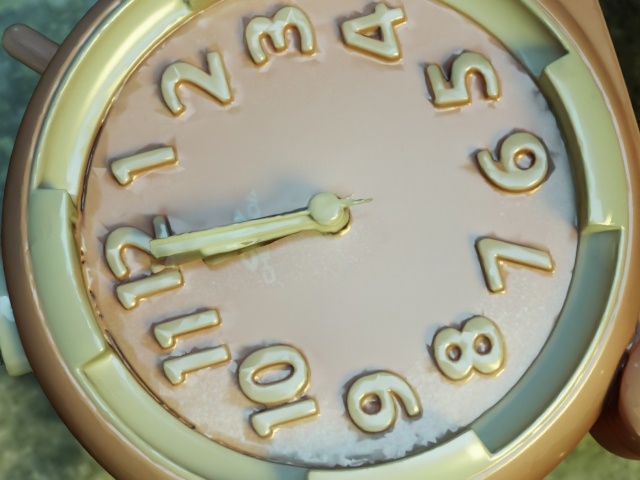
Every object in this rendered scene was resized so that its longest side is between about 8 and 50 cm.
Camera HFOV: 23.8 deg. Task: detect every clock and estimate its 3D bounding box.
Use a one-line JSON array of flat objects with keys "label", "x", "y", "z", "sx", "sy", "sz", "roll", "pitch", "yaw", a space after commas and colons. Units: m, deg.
[{"label": "clock", "x": 0.000, "y": 0.000, "z": 0.542, "sx": 0.241, "sy": 0.142, "sz": 0.227, "roll": -14, "pitch": 81, "yaw": -5}]
